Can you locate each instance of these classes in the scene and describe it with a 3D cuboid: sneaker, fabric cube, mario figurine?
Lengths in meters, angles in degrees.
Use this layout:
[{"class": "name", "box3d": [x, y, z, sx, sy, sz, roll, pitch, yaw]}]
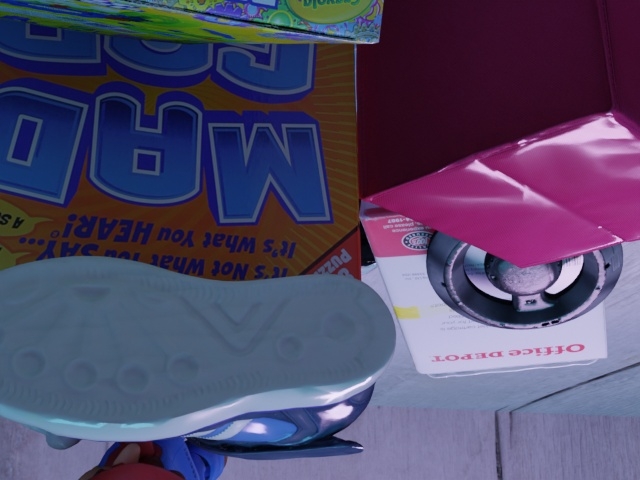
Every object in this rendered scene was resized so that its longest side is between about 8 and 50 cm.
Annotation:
[{"class": "sneaker", "box3d": [-0.116, 0.113, 0.780, 0.322, 0.130, 0.236, -1, 154, -16]}, {"class": "fabric cube", "box3d": [0.210, -0.147, 0.934, 0.259, 0.254, 0.258, -17, 152, 40]}, {"class": "mario figurine", "box3d": [-0.178, 0.214, 0.860, 0.198, 0.170, 0.320, 36, -172, -1]}]

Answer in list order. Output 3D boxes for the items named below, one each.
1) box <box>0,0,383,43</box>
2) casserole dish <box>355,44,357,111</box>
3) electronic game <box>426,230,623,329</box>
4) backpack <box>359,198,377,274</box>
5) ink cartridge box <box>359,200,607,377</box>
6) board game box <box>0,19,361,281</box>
[{"class": "box", "box3d": [-0.145, -0.225, 0.626, 0.290, 0.177, 0.279, 3, -172, -31]}, {"class": "casserole dish", "box3d": [0.048, -0.191, 1.119, 0.114, 0.037, 0.188, 12, 156, -25]}, {"class": "electronic game", "box3d": [0.240, 0.027, 1.203, 0.229, 0.048, 0.229, 4, 135, 4]}, {"class": "backpack", "box3d": [0.013, -0.007, 1.507, 0.182, 0.152, 0.115, -1, 176, -8]}, {"class": "ink cartridge box", "box3d": [0.229, 0.013, 1.361, 0.279, 0.160, 0.385, -6, 142, 13]}, {"class": "board game box", "box3d": [-0.187, -0.063, 1.000, 0.356, 0.357, 0.356, 6, 158, -17]}]
